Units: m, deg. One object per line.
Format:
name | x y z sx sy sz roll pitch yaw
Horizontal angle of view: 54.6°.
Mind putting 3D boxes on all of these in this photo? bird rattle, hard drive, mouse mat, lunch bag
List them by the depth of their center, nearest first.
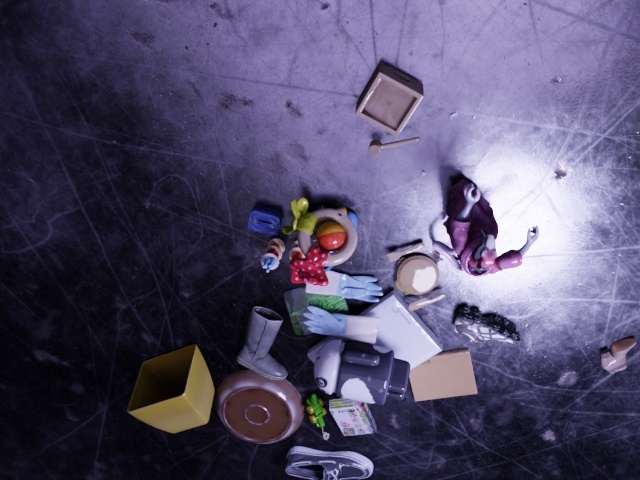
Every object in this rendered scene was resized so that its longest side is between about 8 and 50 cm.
bird rattle | 0.000 0.000 1.680 0.207 0.253 0.143 -14 154 -6
lunch bag | -0.156 -0.055 1.773 0.099 0.065 0.067 15 116 1
mouse mat | -0.010 0.206 1.889 0.190 0.007 0.152 -15 97 13
hard drive | 0.164 0.338 1.917 0.353 0.047 0.233 -38 99 21

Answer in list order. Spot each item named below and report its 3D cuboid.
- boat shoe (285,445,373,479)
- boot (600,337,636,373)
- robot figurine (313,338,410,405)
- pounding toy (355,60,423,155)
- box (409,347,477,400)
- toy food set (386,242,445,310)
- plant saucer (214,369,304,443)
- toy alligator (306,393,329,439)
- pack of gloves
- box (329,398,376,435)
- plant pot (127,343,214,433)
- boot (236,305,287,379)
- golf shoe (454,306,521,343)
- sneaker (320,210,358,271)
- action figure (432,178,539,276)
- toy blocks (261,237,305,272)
boat shoe | 0.028 0.782 2.121 0.301 0.102 0.108 10 116 3
boot | 0.893 0.346 1.846 0.118 0.042 0.087 -28 115 20
robot figurine | 0.119 0.389 1.825 0.278 0.173 0.209 11 108 7
pounding toy | 0.181 -0.321 1.597 0.181 0.094 0.206 25 125 -10
box | 0.381 0.426 1.954 0.201 0.021 0.164 -11 112 12
toy food set | 0.279 0.100 1.812 0.133 0.038 0.192 -21 105 8
plant saucer | -0.211 0.574 2.086 0.311 0.050 0.310 3 116 6
toy alligator | -0.015 0.582 2.065 0.051 0.056 0.189 15 128 48
pack of gloves | 0.066 0.191 1.856 0.232 0.046 0.195 10 89 5
box | 0.107 0.570 2.003 0.114 0.036 0.207 -9 139 11
plant pot | -0.460 0.499 2.005 0.212 0.212 0.187 -20 123 15
boot | -0.160 0.325 1.957 0.190 0.076 0.208 23 109 -6
golf shoe | 0.493 0.268 1.846 0.198 0.077 0.093 23 127 4
sneaker | 0.044 0.013 1.772 0.069 0.082 0.209 30 114 -5
action figure | 0.372 -0.003 1.561 0.248 0.370 0.275 37 115 -10
toy blocks | -0.103 0.049 1.769 0.123 0.148 0.054 4 116 6
